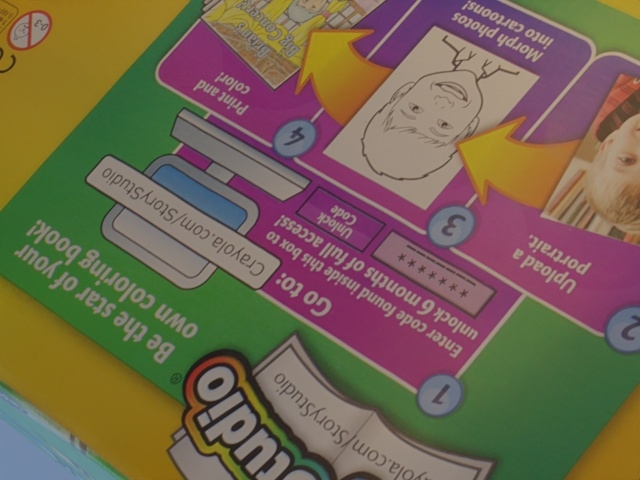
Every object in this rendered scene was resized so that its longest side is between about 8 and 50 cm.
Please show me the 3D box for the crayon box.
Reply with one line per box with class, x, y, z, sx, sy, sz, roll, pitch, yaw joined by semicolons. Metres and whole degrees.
crayon box;0.000;0.000;0.492;0.278;0.081;0.165;31;-106;37
